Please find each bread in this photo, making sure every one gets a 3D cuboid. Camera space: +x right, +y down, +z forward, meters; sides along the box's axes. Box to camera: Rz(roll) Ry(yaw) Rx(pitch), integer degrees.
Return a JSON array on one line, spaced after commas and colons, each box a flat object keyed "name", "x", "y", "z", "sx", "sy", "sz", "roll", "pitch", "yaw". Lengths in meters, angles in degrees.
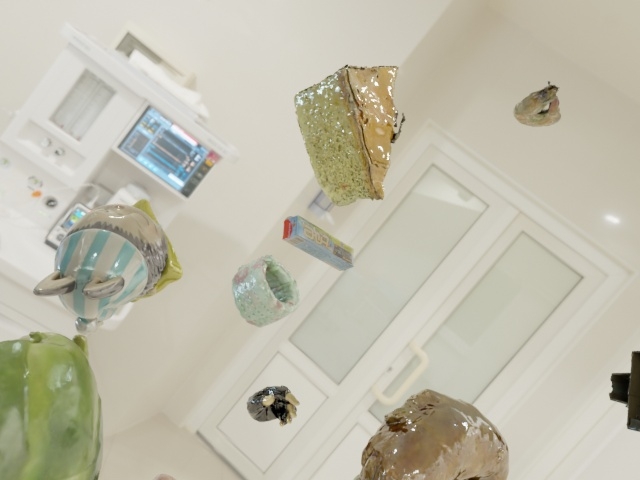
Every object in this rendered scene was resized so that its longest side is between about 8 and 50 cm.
[{"name": "bread", "x": 0.106, "y": -0.275, "z": 1.367, "sx": 0.249, "sy": 0.279, "sz": 0.315, "roll": -11, "pitch": -75, "yaw": 45}]

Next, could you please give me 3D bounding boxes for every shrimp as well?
[{"name": "shrimp", "x": 0.478, "y": -0.290, "z": 1.162, "sx": 0.101, "sy": 0.042, "sz": 0.190, "roll": 17, "pitch": -8, "yaw": 8}]

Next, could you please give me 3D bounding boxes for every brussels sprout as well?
[{"name": "brussels sprout", "x": -0.486, "y": 0.309, "z": 0.836, "sx": 0.276, "sy": 0.314, "sz": 0.371, "roll": 4, "pitch": -18, "yaw": -25}]

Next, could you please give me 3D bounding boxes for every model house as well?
[{"name": "model house", "x": 0.860, "y": 0.384, "z": 1.303, "sx": 0.244, "sy": 0.211, "sz": 0.204, "roll": 18, "pitch": -14, "yaw": -21}]

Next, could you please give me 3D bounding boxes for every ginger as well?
[{"name": "ginger", "x": 0.176, "y": 0.332, "z": 0.862, "sx": 0.321, "sy": 0.165, "sz": 0.172, "roll": 11, "pitch": 49, "yaw": -39}]

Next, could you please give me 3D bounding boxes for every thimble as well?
[{"name": "thimble", "x": -0.175, "y": 0.155, "z": 1.682, "sx": 0.185, "sy": 0.149, "sz": 0.210, "roll": -11, "pitch": 74, "yaw": -61}]

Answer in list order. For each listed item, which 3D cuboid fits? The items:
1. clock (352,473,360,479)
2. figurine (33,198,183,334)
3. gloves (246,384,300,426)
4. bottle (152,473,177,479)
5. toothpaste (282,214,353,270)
[{"name": "clock", "x": 0.193, "y": 0.759, "z": 1.548, "sx": 0.235, "sy": 0.235, "sz": 0.029, "roll": 39, "pitch": 36, "yaw": 1}, {"name": "figurine", "x": -0.560, "y": 0.079, "z": 1.264, "sx": 0.266, "sy": 0.361, "sz": 0.378, "roll": 47, "pitch": 14, "yaw": 7}, {"name": "gloves", "x": -0.138, "y": 0.523, "z": 1.705, "sx": 0.164, "sy": 0.204, "sz": 0.124, "roll": 41, "pitch": 39, "yaw": -40}, {"name": "bottle", "x": -0.335, "y": 0.732, "z": 1.392, "sx": 0.297, "sy": 0.173, "sz": 0.206, "roll": 37, "pitch": -18, "yaw": -7}, {"name": "toothpaste", "x": 0.000, "y": 0.000, "z": 1.179, "sx": 0.193, "sy": 0.044, "sz": 0.070, "roll": 30, "pitch": 51, "yaw": -42}]
